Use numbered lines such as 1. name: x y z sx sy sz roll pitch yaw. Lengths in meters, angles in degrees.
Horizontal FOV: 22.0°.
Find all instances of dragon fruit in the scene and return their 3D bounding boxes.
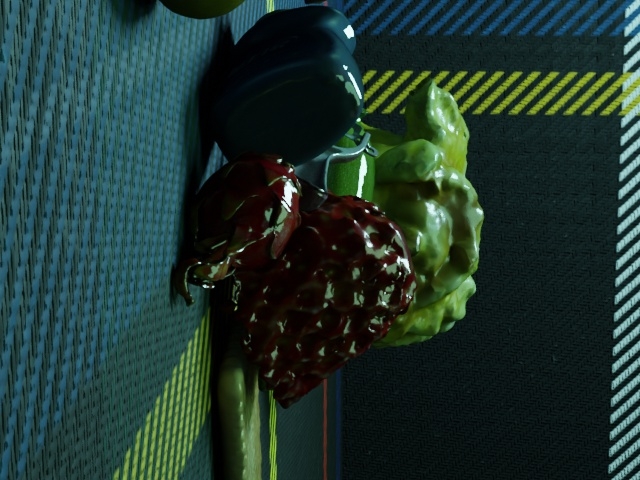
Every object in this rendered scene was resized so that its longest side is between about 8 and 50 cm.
1. dragon fruit: -0.080 -0.003 1.388 0.190 0.094 0.094 -54 151 -45

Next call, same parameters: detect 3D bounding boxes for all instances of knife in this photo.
1. knife: -0.003 -0.072 1.588 0.053 0.123 0.278 -62 -174 20

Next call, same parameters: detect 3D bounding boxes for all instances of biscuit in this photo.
1. biscuit: -0.081 0.207 1.656 0.160 0.030 0.249 -85 174 -63

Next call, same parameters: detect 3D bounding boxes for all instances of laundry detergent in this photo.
1. laundry detergent: -0.034 -0.163 1.574 0.094 0.143 0.290 54 12 -21

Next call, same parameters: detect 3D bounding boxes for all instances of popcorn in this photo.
1. popcorn: 0.078 -0.021 2.160 0.274 0.279 0.335 -46 121 -70

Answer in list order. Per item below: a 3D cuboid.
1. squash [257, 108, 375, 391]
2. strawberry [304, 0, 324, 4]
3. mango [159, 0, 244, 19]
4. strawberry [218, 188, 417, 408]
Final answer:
1. squash: 0.000 0.000 1.917 0.107 0.107 0.395 84 17 -59
2. strawberry: -0.048 -0.344 1.638 0.236 0.111 0.190 64 22 -17
3. mango: -0.079 -0.215 1.153 0.194 0.092 0.130 94 -4 -78
4. strawberry: 0.006 0.039 1.631 0.234 0.178 0.233 -14 90 -81
